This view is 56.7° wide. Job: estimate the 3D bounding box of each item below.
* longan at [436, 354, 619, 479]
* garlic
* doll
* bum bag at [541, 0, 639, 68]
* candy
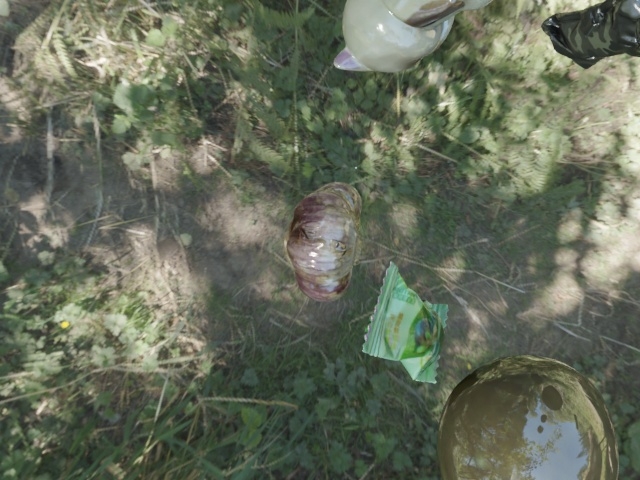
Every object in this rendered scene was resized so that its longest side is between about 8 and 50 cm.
[{"bbox_3d":[0.425,0.434,1.214,0.404,0.336,0.405,1,89,-23],"label":"longan"},{"bbox_3d":[0.000,0.000,1.190,0.160,0.245,0.245,12,98,11],"label":"garlic"},{"bbox_3d":[0.190,-0.464,1.103,0.226,0.370,0.215,20,54,-18],"label":"doll"},{"bbox_3d":[0.559,-0.409,1.160,0.144,0.340,0.095,40,91,-12],"label":"bum bag"},{"bbox_3d":[0.238,0.237,1.681,0.171,0.398,0.263,-3,66,27],"label":"candy"}]
